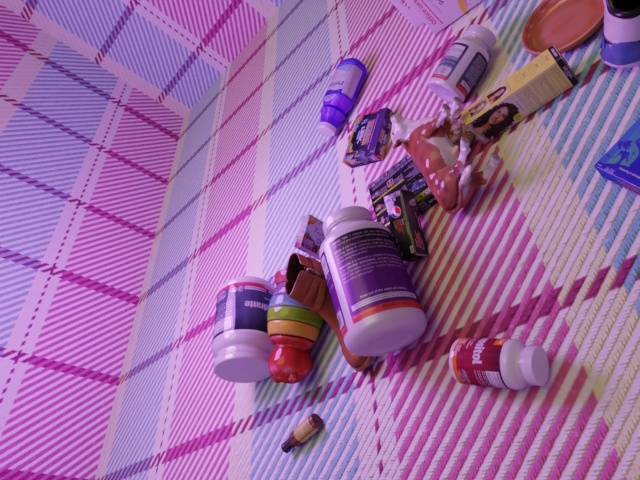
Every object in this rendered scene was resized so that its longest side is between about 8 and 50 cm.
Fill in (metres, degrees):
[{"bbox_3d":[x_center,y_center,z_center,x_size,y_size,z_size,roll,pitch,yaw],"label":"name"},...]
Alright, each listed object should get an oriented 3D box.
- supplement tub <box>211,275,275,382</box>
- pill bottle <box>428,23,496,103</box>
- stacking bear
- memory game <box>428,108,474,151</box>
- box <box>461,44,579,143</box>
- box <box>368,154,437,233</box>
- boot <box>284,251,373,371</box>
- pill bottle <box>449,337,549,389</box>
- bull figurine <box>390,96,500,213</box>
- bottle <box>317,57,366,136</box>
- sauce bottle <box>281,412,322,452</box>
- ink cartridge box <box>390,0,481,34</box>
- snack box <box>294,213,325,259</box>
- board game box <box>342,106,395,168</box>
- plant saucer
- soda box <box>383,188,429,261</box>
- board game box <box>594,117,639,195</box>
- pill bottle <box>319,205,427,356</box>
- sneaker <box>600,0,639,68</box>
[{"bbox_3d":[-0.221,0.262,1.395,0.191,0.191,0.272,-36,41,32],"label":"supplement tub"},{"bbox_3d":[0.374,-0.461,1.225,0.180,0.108,0.108,-57,34,5],"label":"pill bottle"},{"bbox_3d":[-0.067,0.236,1.255,0.175,0.164,0.288,-17,57,46],"label":"stacking bear"},{"bbox_3d":[0.314,-0.273,1.210,0.186,0.012,0.186,-22,46,24],"label":"memory game"},{"bbox_3d":[0.442,-0.321,1.054,0.232,0.087,0.058,-36,39,34],"label":"box"},{"bbox_3d":[0.221,-0.131,1.241,0.191,0.045,0.184,-38,42,28],"label":"box"},{"bbox_3d":[0.020,0.162,1.125,0.109,0.220,0.283,-36,41,32],"label":"boot"},{"bbox_3d":[0.312,0.215,0.825,0.152,0.086,0.086,-12,57,48],"label":"pill bottle"},{"bbox_3d":[0.276,-0.214,1.096,0.310,0.101,0.188,65,146,27],"label":"bull figurine"},{"bbox_3d":[0.069,-0.510,1.674,0.118,0.092,0.282,7,72,53],"label":"bottle"},{"bbox_3d":[-0.049,0.474,1.146,0.128,0.042,0.042,-45,37,19],"label":"sauce bottle"},{"bbox_3d":[0.363,-0.762,1.373,0.353,0.207,0.119,-26,45,42],"label":"ink cartridge box"},{"bbox_3d":[0.000,0.000,1.343,0.037,0.141,0.100,-13,56,49],"label":"snack box"},{"bbox_3d":[0.151,-0.320,1.467,0.141,0.048,0.170,-7,60,52],"label":"board game box"},{"bbox_3d":[0.564,-0.504,1.072,0.200,0.037,0.199,-32,43,37],"label":"plant saucer"},{"bbox_3d":[0.207,-0.037,1.130,0.053,0.060,0.168,-25,67,41],"label":"soda box"},{"bbox_3d":[0.596,-0.164,0.768,0.210,0.047,0.160,-51,35,13],"label":"board game box"},{"bbox_3d":[0.104,0.083,1.061,0.181,0.182,0.322,-38,52,30],"label":"pill bottle"},{"bbox_3d":[0.601,-0.509,0.875,0.128,0.182,0.315,7,73,33],"label":"sneaker"}]
